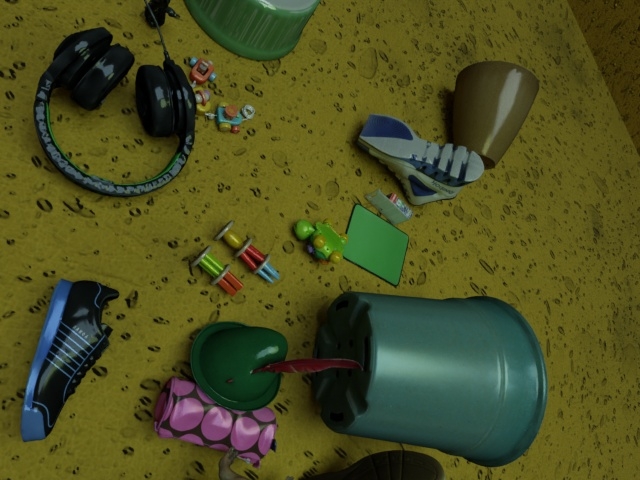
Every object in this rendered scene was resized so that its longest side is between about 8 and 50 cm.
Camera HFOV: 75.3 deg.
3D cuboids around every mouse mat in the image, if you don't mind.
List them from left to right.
[{"bbox_3d":[0.139,0.011,1.029,0.189,0.007,0.153,29,64,-22],"label":"mouse mat"}]

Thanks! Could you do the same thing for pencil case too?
[{"bbox_3d":[-0.177,0.308,0.701,0.209,0.095,0.098,29,65,-21],"label":"pencil case"}]

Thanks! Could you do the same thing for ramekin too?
[{"bbox_3d":[-0.141,-0.576,0.913,0.303,0.148,0.303,9,73,-31],"label":"ramekin"}]

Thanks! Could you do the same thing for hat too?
[{"bbox_3d":[-0.085,0.173,0.705,0.208,0.183,0.173,17,41,-37],"label":"hat"}]

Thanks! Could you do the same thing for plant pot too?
[{"bbox_3d":[0.182,0.251,0.822,0.334,0.341,0.341,14,71,-20],"label":"plant pot"},{"bbox_3d":[0.493,-0.350,1.233,0.237,0.237,0.254,21,81,-27],"label":"plant pot"}]

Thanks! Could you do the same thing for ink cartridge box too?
[{"bbox_3d":[0.171,-0.091,1.040,0.115,0.063,0.029,42,61,-17],"label":"ink cartridge box"}]

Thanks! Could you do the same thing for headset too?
[{"bbox_3d":[-0.341,-0.271,0.742,0.243,0.185,0.394,18,84,-32],"label":"headset"}]

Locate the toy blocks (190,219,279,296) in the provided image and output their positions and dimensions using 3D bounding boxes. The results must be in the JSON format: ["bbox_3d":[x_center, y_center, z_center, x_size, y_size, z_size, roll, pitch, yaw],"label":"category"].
[{"bbox_3d":[-0.156,0.053,0.800,0.148,0.054,0.123,45,58,-16],"label":"toy blocks"}]

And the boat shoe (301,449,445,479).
[{"bbox_3d":[0.082,0.467,0.741,0.109,0.302,0.098,-66,134,-76],"label":"boat shoe"}]

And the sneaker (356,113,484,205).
[{"bbox_3d":[0.232,-0.180,1.069,0.315,0.182,0.127,25,60,7],"label":"sneaker"}]

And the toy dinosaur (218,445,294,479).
[{"bbox_3d":[-0.079,0.433,0.603,0.127,0.200,0.296,-47,123,-15],"label":"toy dinosaur"}]

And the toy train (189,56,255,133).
[{"bbox_3d":[-0.212,-0.304,0.860,0.166,0.046,0.125,39,61,-18],"label":"toy train"}]

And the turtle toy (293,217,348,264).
[{"bbox_3d":[0.000,0.000,0.905,0.130,0.066,0.095,44,36,-13],"label":"turtle toy"}]

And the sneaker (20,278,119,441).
[{"bbox_3d":[-0.368,0.173,0.618,0.090,0.081,0.232,12,70,-22],"label":"sneaker"}]
